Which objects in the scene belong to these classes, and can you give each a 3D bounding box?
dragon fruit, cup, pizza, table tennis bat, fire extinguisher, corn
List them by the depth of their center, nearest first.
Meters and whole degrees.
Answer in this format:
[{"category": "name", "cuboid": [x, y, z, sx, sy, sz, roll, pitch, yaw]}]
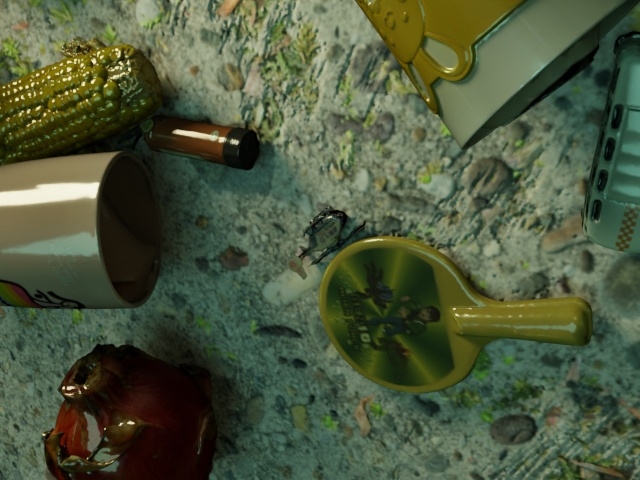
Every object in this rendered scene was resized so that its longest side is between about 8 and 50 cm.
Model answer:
[{"category": "cup", "cuboid": [0.131, -0.218, 0.520, 0.226, 0.185, 0.241, 50, 160, 7]}, {"category": "table tennis bat", "cuboid": [0.138, 0.086, 0.751, 0.320, 0.050, 0.199, -2, 109, 32]}, {"category": "fire extinguisher", "cuboid": [-0.162, -0.121, 0.801, 0.177, 0.062, 0.050, 12, 146, 22]}, {"category": "corn", "cuboid": [-0.332, -0.160, 0.835, 0.321, 0.119, 0.119, -11, 106, 25]}, {"category": "pizza", "cuboid": [-0.300, -0.240, 0.841, 0.083, 0.016, 0.037, 15, 111, 22]}, {"category": "cup", "cuboid": [-0.320, 0.005, 0.847, 0.200, 0.192, 0.253, -3, 155, 8]}, {"category": "dragon fruit", "cuboid": [-0.252, 0.276, 0.919, 0.250, 0.250, 0.315, 6, 112, 25]}]

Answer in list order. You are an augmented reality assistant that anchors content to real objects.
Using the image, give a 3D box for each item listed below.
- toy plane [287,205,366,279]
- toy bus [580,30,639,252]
[{"category": "toy plane", "cuboid": [0.000, 0.000, 0.788, 0.049, 0.031, 0.120, 45, 122, -8]}, {"category": "toy bus", "cuboid": [0.280, -0.076, 0.576, 0.087, 0.089, 0.194, 14, 118, 21]}]
